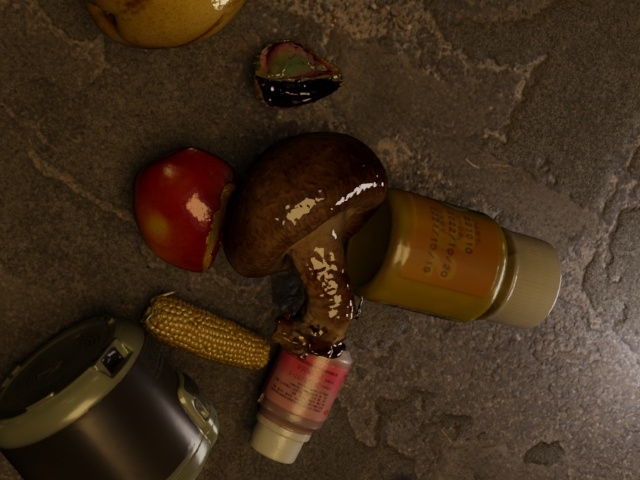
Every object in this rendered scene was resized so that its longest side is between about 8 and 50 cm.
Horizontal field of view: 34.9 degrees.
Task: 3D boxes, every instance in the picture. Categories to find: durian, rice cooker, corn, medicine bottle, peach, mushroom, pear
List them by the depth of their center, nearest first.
[{"bbox_3d":[-0.249,-0.462,1.653,0.314,0.314,0.314,-5,104,-19],"label":"pear"},{"bbox_3d":[-0.369,0.329,1.777,0.335,0.335,0.325,-36,111,-8],"label":"rice cooker"},{"bbox_3d":[-0.015,-0.008,1.799,0.334,0.356,0.331,-39,147,24],"label":"mushroom"},{"bbox_3d":[-0.226,-0.052,1.812,0.196,0.190,0.226,-31,104,-19],"label":"peach"},{"bbox_3d":[-0.056,-0.312,1.877,0.187,0.119,0.108,-6,67,-22],"label":"durian"},{"bbox_3d":[-0.215,0.179,1.924,0.260,0.091,0.091,23,129,-23],"label":"corn"},{"bbox_3d":[-0.045,0.303,1.985,0.147,0.147,0.247,23,94,-23],"label":"medicine bottle"},{"bbox_3d":[0.261,0.045,1.989,0.385,0.224,0.224,15,97,-21],"label":"medicine bottle"}]
